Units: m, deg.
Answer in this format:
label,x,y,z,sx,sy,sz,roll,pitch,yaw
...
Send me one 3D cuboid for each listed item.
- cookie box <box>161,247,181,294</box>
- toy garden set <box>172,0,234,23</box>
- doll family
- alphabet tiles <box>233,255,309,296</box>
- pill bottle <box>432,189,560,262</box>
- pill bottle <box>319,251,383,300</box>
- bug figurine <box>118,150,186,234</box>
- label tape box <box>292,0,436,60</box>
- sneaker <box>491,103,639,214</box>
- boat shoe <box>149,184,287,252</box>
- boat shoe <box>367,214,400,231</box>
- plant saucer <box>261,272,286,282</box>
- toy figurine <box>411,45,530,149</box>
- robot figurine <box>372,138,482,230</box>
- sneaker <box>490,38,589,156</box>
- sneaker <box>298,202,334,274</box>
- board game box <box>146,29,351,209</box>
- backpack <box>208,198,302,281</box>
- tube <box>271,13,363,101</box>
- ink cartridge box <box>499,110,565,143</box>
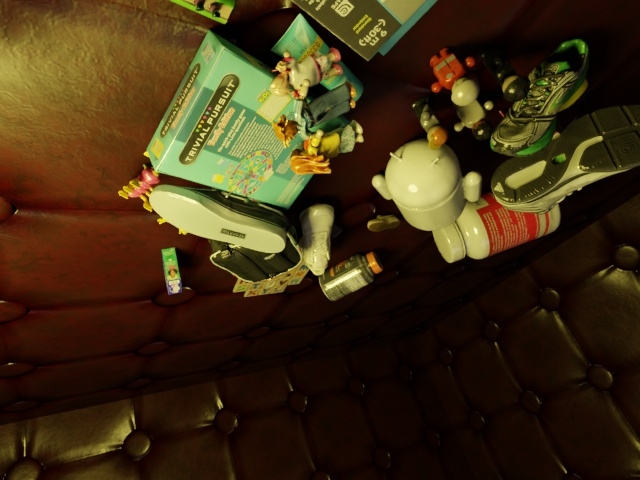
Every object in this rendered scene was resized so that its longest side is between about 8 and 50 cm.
label,x,y,z,sx,sy,sz,roll,pitch,yaw
cookie box,-0.437,0.090,1.198,0.040,0.107,0.092,-10,151,-23
toy garden set,-0.164,-0.422,0.529,0.204,0.049,0.244,5,143,-40
doll family,-0.007,-0.214,0.763,0.163,0.118,0.263,-31,143,-11
alphabet tiles,-0.170,0.124,1.548,0.285,0.011,0.342,-4,148,-29
pill bottle,0.641,-0.067,1.524,0.407,0.229,0.229,-21,153,-1
pill bottle,0.127,0.137,1.645,0.245,0.130,0.130,-30,151,16
bug figurine,-0.314,-0.128,0.926,0.216,0.072,0.279,-33,146,8
label tape box,0.113,-0.430,0.645,0.333,0.106,0.240,12,139,-46
sneaker,0.712,-0.209,1.143,0.447,0.169,0.257,-22,163,21
boat shoe,-0.214,-0.070,0.912,0.306,0.105,0.113,16,141,-16
boat shoe,0.216,-0.065,1.434,0.135,0.045,0.050,-6,139,-32
plant saucer,-0.160,0.059,1.289,0.168,0.168,0.029,-21,131,0
toy figurine,0.339,-0.323,0.944,0.213,0.148,0.209,-11,151,-20
robot figurine,0.305,-0.155,1.165,0.300,0.200,0.353,-1,161,26
sneaker,0.524,-0.346,0.989,0.343,0.134,0.146,-52,142,-11
sneaker,0.000,0.000,1.290,0.114,0.152,0.305,-13,150,-11
board game box,-0.133,-0.215,0.834,0.336,0.079,0.254,14,123,-47
backpack,-0.174,0.006,1.137,0.225,0.191,0.253,-23,145,8
tube,0.004,-0.343,0.797,0.080,0.052,0.207,-45,139,21
ink cartridge box,0.620,-0.318,1.159,0.231,0.134,0.078,5,144,-41
